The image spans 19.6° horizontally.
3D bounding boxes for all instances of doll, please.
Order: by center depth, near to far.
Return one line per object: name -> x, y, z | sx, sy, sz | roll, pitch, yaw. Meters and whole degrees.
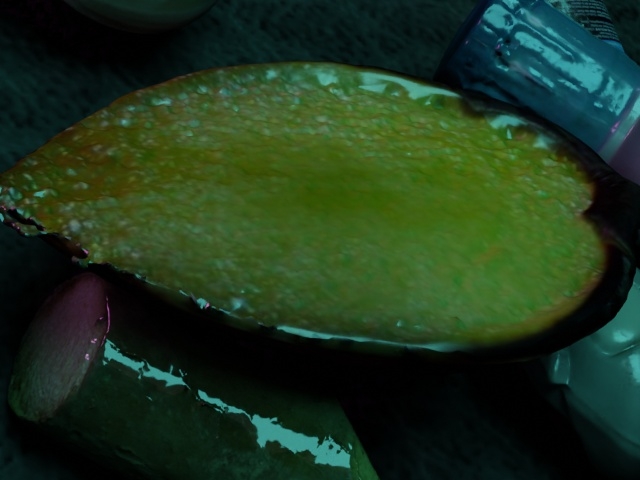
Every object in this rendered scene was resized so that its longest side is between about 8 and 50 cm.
doll -> 0.121, 0.044, 0.809 | 0.102, 0.075, 0.227 | 1, 42, -40

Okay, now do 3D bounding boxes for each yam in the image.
yam -> -0.044, 0.066, 0.699 | 0.146, 0.070, 0.070 | 27, 46, -7

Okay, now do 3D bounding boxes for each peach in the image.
peach -> 0.001, 0.003, 0.721 | 0.279, 0.068, 0.189 | -2, 34, -25

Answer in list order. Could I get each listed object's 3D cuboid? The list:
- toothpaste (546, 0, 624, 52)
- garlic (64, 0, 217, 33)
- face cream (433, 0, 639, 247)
toothpaste -> 0.120, -0.119, 0.960 | 0.071, 0.045, 0.193 | -5, 64, -23
garlic -> -0.073, -0.160, 0.838 | 0.194, 0.127, 0.131 | -10, 103, -53
face cream -> 0.206, -0.006, 0.856 | 0.337, 0.080, 0.163 | 34, 8, -3
